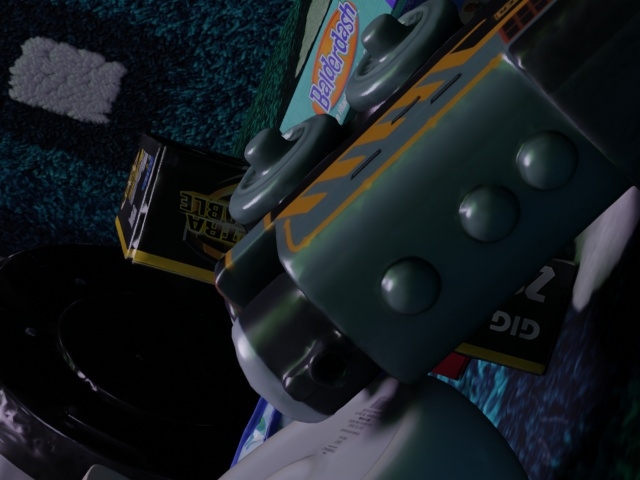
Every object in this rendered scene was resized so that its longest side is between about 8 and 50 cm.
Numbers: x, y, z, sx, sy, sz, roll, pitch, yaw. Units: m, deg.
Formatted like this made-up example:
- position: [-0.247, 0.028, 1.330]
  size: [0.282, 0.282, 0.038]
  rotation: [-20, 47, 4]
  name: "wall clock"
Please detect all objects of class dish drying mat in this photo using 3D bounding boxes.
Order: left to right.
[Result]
- position: [0.061, 0.070, 1.310]
  size: [0.008, 0.083, 0.032]
  rotation: [-79, 10, -54]
  name: "dish drying mat"

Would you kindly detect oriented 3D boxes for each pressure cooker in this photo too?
- position: [-0.192, 0.260, 1.631]
  size: [0.375, 0.370, 0.420]
  rotation: [-81, 14, -64]
  name: "pressure cooker"

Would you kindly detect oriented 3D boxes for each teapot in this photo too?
- position: [0.024, 0.203, 0.978]
  size: [0.252, 0.187, 0.256]
  rotation: [-33, 13, 32]
  name: "teapot"

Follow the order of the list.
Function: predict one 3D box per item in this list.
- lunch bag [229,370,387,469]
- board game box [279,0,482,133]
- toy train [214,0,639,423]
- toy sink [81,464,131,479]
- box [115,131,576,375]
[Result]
- position: [0.013, 0.153, 1.304]
  size: [0.096, 0.129, 0.151]
  rotation: [-109, 38, -69]
  name: "lunch bag"
- position: [0.092, -0.125, 1.132]
  size: [0.047, 0.210, 0.160]
  rotation: [54, 141, 26]
  name: "board game box"
- position: [0.079, -0.047, 0.961]
  size: [0.334, 0.142, 0.190]
  rotation: [-42, 15, 12]
  name: "toy train"
- position: [-0.103, 0.294, 1.351]
  size: [0.131, 0.234, 0.153]
  rotation: [-52, 16, 22]
  name: "toy sink"
- position: [0.000, 0.000, 1.257]
  size: [0.322, 0.257, 0.079]
  rotation: [-148, 76, -81]
  name: "box"
